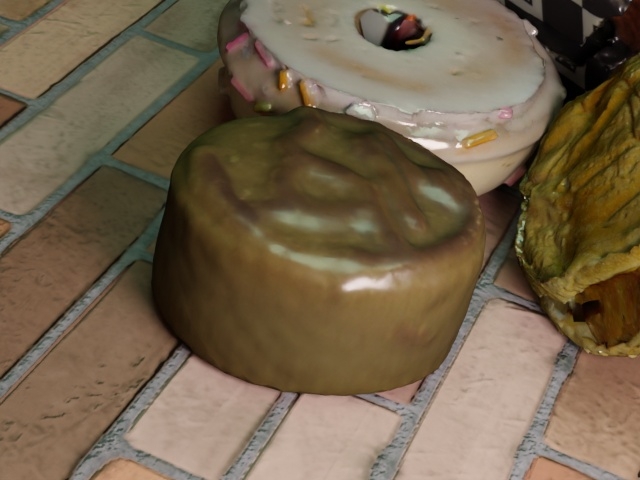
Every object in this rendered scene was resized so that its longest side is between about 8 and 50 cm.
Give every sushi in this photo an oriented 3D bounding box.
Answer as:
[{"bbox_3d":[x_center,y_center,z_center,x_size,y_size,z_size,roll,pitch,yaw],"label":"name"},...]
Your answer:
[{"bbox_3d":[0.317,-0.219,1.528,0.064,0.343,0.359,-37,54,-17],"label":"sushi"}]

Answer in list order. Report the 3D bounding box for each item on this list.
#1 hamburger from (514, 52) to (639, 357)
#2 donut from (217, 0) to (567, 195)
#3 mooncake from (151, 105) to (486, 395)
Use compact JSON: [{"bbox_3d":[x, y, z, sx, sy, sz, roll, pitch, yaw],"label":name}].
[{"bbox_3d":[0.304,-0.034,1.341,0.134,0.265,0.284,29,45,-19],"label":"hamburger"},{"bbox_3d":[0.066,-0.169,1.543,0.383,0.142,0.382,9,34,-6],"label":"donut"},{"bbox_3d":[0.000,0.000,1.278,0.285,0.155,0.284,10,33,-6],"label":"mooncake"}]
